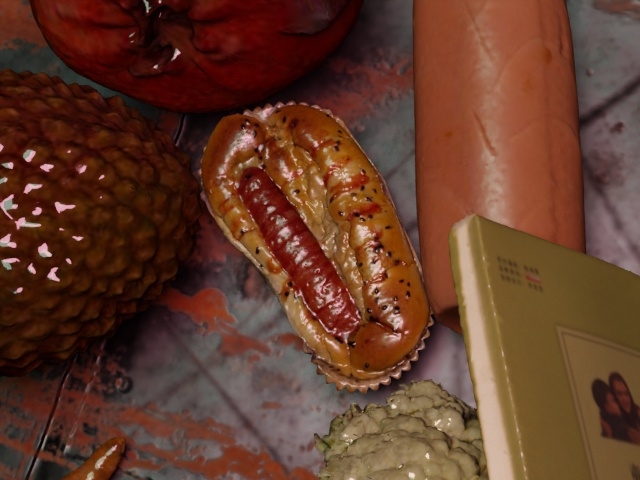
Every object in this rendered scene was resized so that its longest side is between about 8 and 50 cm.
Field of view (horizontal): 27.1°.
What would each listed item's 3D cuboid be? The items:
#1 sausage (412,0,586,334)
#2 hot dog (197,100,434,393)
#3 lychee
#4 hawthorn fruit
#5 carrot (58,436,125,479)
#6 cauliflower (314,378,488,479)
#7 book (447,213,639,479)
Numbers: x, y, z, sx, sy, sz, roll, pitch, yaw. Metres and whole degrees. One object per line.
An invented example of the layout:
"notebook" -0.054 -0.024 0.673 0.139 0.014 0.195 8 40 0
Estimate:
"sausage" 0.128 -0.085 0.967 0.121 0.121 0.304 -6 73 15
"hot dog" 0.000 0.000 1.007 0.131 0.069 0.252 -32 69 4
"lychee" -0.225 -0.014 1.000 0.271 0.236 0.235 -7 71 -6
"hawthorn fruit" -0.093 -0.256 1.024 0.265 0.265 0.307 0 55 17
"carrot" -0.210 0.211 1.025 0.036 0.035 0.165 42 86 23
"cauliflower" 0.056 0.242 0.852 0.250 0.275 0.272 -36 82 39
"book" 0.191 0.168 0.801 0.035 0.239 0.352 -33 53 39
